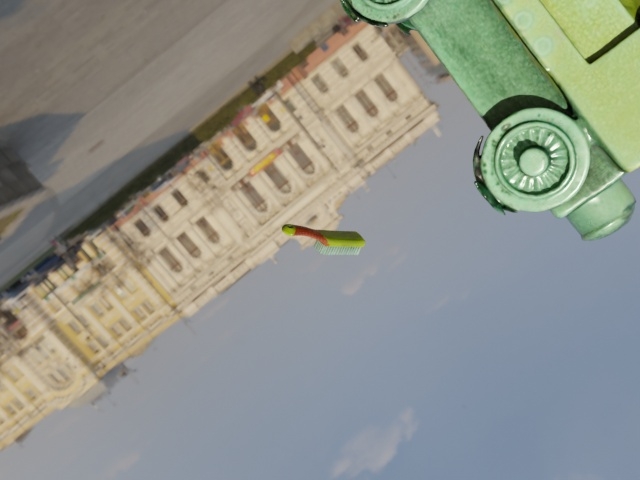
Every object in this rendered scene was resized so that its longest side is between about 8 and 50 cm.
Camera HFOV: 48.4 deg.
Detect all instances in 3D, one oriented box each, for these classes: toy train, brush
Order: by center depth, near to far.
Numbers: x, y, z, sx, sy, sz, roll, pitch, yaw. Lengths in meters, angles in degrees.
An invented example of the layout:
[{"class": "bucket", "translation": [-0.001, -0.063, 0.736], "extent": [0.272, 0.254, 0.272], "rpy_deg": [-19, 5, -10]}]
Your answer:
[{"class": "brush", "translation": [0.000, 0.000, 0.592], "extent": [0.019, 0.083, 0.021], "rpy_deg": [51, -58, 42]}, {"class": "toy train", "translation": [0.197, -0.205, 0.637], "extent": [0.253, 0.397, 0.160], "rpy_deg": [-38, 172, 27]}]
